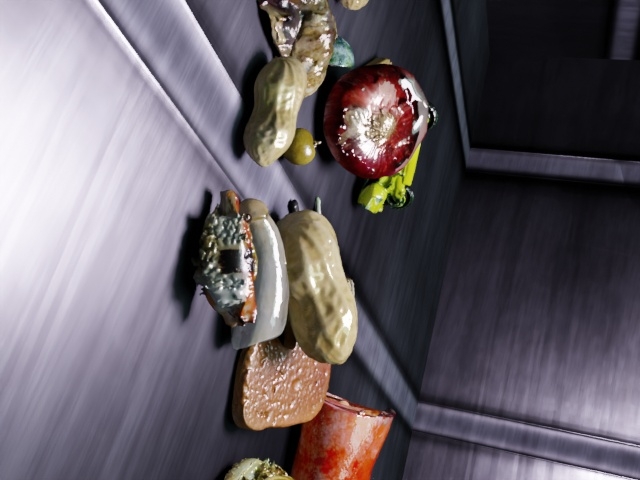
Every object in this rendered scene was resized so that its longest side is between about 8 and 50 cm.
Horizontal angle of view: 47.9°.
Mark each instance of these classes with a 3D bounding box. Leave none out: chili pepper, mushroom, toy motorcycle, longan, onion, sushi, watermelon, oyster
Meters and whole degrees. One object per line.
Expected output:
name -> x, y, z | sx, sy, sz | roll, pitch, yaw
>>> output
chili pepper -> 0.047, 0.528, 1.735 | 0.251, 0.229, 0.305 | 88, 14, -76
mushroom -> -0.110, 0.058, 1.310 | 0.118, 0.103, 0.270 | -5, 95, -63
toy motorcycle -> 0.168, -0.224, 1.861 | 0.142, 0.206, 0.342 | -55, 161, -48
longan -> -0.037, -0.187, 1.437 | 0.075, 0.083, 0.075 | 171, -90, -75
onion -> 0.113, -0.281, 1.679 | 0.272, 0.195, 0.272 | -11, 111, -32
sushi -> -0.157, 0.028, 1.164 | 0.103, 0.097, 0.226 | 36, 49, -74
watermelon -> 0.034, -0.416, 1.617 | 0.061, 0.085, 0.085 | -40, -156, 54
oyster -> -0.044, -0.404, 1.321 | 0.166, 0.094, 0.294 | -58, 147, -12

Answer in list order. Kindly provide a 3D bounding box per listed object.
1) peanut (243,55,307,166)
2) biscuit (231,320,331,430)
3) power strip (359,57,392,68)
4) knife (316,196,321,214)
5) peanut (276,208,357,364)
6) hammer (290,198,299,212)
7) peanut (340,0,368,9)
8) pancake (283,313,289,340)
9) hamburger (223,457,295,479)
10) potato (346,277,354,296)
peanut -> -0.081, -0.232, 1.281 | 0.098, 0.090, 0.214 | 69, 31, -75
biscuit -> -0.076, 0.245, 1.465 | 0.277, 0.052, 0.262 | 4, 87, -52
power strip -> 0.125, -0.420, 1.862 | 0.305, 0.044, 0.064 | -46, 139, -57
knife -> 0.000, 0.000, 1.639 | 0.030, 0.014, 0.207 | 53, 32, -71
peanut -> -0.015, 0.093, 1.411 | 0.152, 0.152, 0.313 | 3, 71, -70
hammer -> -0.031, 0.023, 1.570 | 0.103, 0.029, 0.246 | -111, -174, -57
peanut -> 0.078, -0.611, 1.593 | 0.093, 0.083, 0.194 | -36, 130, -65
pancake -> -0.026, 0.216, 1.652 | 0.244, 0.057, 0.266 | -8, 104, -71
hamburger -> -0.134, 0.533, 1.381 | 0.189, 0.122, 0.215 | -28, 127, -59
potato -> 0.034, 0.178, 1.780 | 0.200, 0.081, 0.164 | 81, 17, -46
